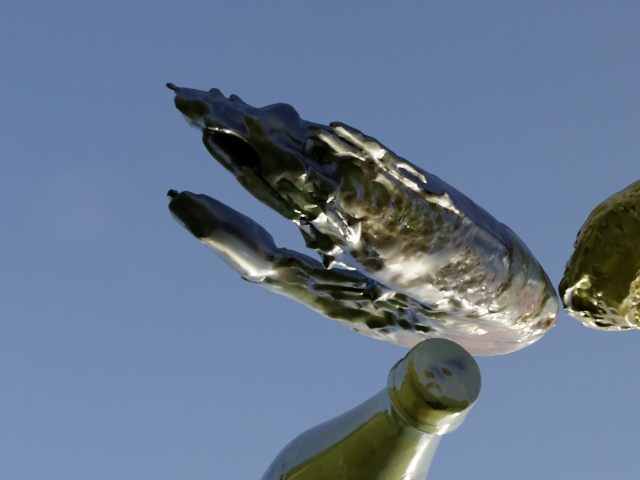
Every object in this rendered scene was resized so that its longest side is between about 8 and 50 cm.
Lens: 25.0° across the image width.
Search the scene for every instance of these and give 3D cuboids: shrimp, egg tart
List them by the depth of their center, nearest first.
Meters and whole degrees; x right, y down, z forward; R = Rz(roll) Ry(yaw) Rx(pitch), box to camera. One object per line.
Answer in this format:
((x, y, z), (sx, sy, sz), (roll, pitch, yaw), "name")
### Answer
((0.000, 0.000, 0.866), (0.233, 0.071, 0.365), (0, -21, 37), "shrimp")
((0.216, 0.015, 0.917), (0.052, 0.130, 0.130), (57, -41, 45), "egg tart")

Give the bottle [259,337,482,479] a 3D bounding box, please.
((0.016, 0.128, 0.739), (0.083, 0.083, 0.269), (38, -37, 4), "bottle")
